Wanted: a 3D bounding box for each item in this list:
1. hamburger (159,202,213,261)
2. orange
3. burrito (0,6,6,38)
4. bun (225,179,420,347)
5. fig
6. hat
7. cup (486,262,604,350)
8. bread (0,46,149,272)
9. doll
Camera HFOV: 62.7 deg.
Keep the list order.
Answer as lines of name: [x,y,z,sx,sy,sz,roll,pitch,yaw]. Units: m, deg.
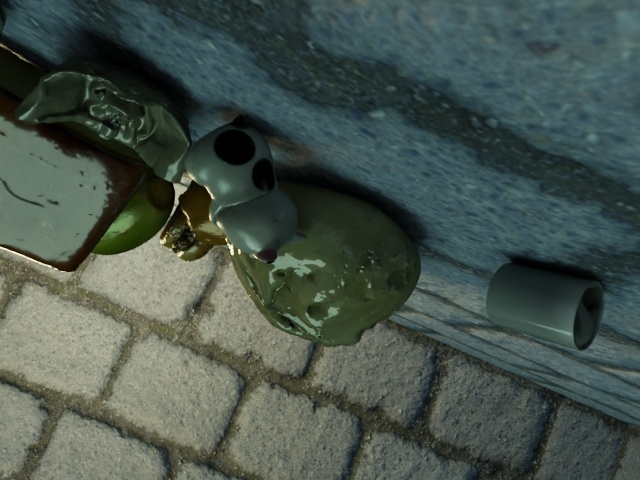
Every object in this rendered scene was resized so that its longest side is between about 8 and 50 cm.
hamburger: [-0.271,-0.041,1.170,0.118,0.182,0.191,32,172,-15]
orange: [-0.196,-0.063,1.000,0.156,0.134,0.156,52,167,18]
burrito: [-0.497,-0.277,0.646,0.445,0.101,0.139,17,165,32]
bun: [-0.011,0.040,0.882,0.326,0.235,0.362,30,164,-5]
fig: [-0.455,-0.099,1.174,0.326,0.258,0.258,-9,151,40]
hat: [-0.278,-0.193,0.719,0.214,0.149,0.245,21,-150,-33]
cup: [0.329,0.098,0.758,0.133,0.099,0.136,13,165,46]
bread: [-0.506,-0.122,0.901,0.323,0.143,0.333,28,125,-30]
doll: [-0.098,-0.063,0.685,0.107,0.181,0.110,-14,-168,41]
